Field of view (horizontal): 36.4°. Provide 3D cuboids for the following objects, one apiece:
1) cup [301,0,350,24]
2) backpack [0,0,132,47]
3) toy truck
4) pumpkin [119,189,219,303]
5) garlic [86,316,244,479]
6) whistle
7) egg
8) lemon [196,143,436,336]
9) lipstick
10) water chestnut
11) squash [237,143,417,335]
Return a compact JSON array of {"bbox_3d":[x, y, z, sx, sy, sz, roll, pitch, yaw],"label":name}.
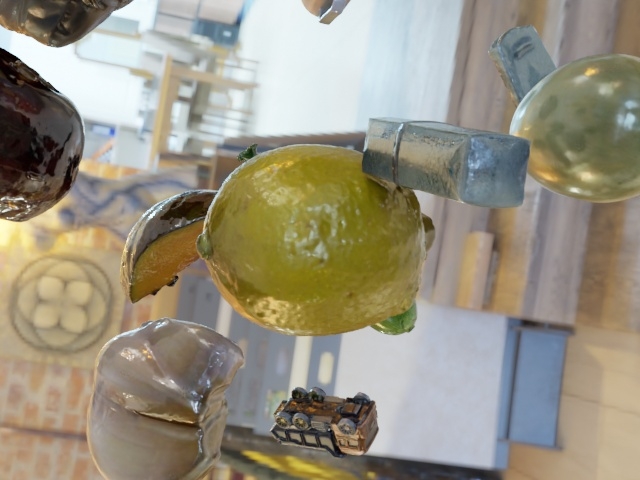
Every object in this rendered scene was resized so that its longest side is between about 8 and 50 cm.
[{"bbox_3d":[0.017,-0.308,1.168,0.116,0.074,0.104,133,142,-66],"label":"cup"},{"bbox_3d":[-0.405,-0.526,1.702,0.446,0.255,0.363,-47,2,24],"label":"backpack"},{"bbox_3d":[0.007,0.318,1.699,0.083,0.192,0.092,-53,-44,-48],"label":"toy truck"},{"bbox_3d":[-0.252,-0.037,1.731,0.148,0.312,0.169,61,-175,-56],"label":"pumpkin"},{"bbox_3d":[-0.211,0.196,1.166,0.228,0.110,0.217,9,88,42],"label":"garlic"},{"bbox_3d":[0.511,-0.268,2.030,0.168,0.405,0.188,-35,-23,-34],"label":"whistle"},{"bbox_3d":[0.404,-0.163,1.456,0.295,0.218,0.218,-7,72,57],"label":"egg"},{"bbox_3d":[0.000,0.000,1.232,0.245,0.319,0.245,177,90,-73],"label":"lemon"},{"bbox_3d":[0.123,-0.087,1.021,0.289,0.077,0.076,-152,68,-72],"label":"lipstick"},{"bbox_3d":[-0.516,-0.134,1.389,0.302,0.350,0.350,-59,16,9],"label":"water chestnut"},{"bbox_3d":[0.005,-0.003,1.458,0.379,0.101,0.101,49,150,12],"label":"squash"}]
